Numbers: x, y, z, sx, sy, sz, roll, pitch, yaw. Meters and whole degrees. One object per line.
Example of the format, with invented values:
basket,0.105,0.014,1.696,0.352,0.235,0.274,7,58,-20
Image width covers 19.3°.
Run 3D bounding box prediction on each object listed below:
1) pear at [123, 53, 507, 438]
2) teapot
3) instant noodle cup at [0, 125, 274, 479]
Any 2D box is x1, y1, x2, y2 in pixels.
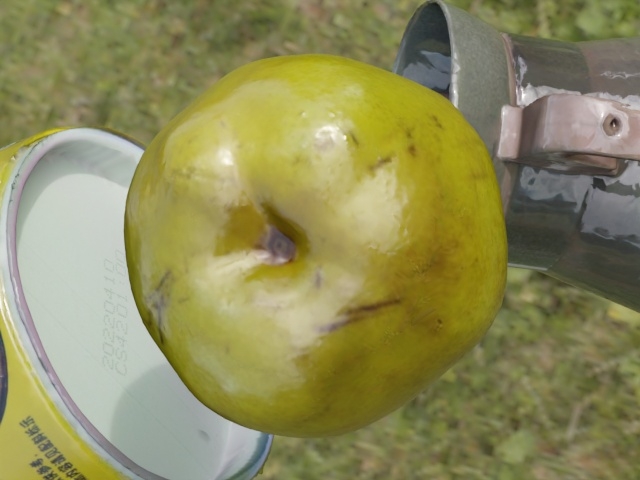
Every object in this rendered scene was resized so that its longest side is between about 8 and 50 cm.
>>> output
pear,0.000,0.000,0.942,0.200,0.200,0.200,-21,59,42
teapot,0.231,-0.050,1.327,0.300,0.344,0.253,163,113,-77
instant noodle cup,-0.196,0.088,1.188,0.254,0.326,0.325,-27,55,29
